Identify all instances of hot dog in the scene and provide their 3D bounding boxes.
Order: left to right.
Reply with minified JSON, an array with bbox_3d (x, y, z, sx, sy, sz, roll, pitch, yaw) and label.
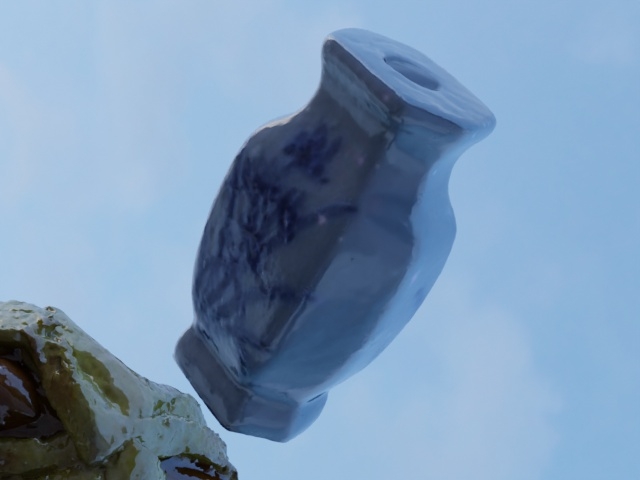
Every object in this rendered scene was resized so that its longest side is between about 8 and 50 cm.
[{"bbox_3d":[-0.087,0.075,0.504,0.169,0.078,0.061,32,-7,-26],"label":"hot dog"}]

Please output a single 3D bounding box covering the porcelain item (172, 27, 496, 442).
[{"bbox_3d":[0.000,0.000,1.389,0.242,0.178,0.405,47,-62,36],"label":"porcelain item"}]
